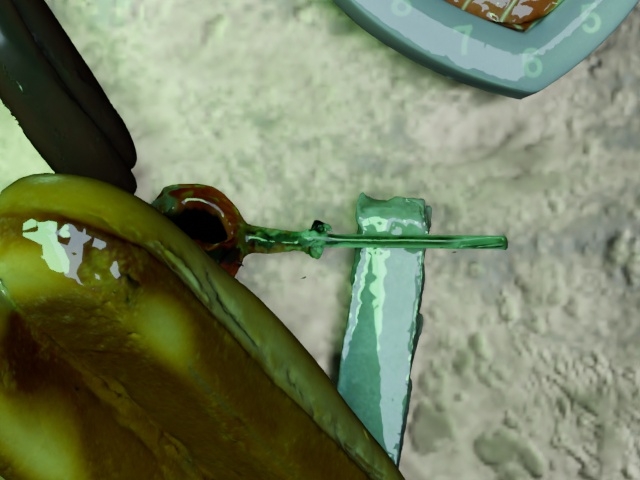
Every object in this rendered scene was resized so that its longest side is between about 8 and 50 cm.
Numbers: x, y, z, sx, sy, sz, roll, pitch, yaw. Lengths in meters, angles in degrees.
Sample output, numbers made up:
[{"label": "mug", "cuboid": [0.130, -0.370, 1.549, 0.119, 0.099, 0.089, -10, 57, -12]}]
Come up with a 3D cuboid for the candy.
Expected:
[{"label": "candy", "cuboid": [0.000, 0.000, 0.834, 0.184, 0.049, 0.056, 0, 99, 7]}]

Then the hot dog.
[{"label": "hot dog", "cuboid": [-0.069, 0.076, 0.721, 0.135, 0.100, 0.337, -39, 135, 1]}]

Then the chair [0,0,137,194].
[{"label": "chair", "cuboid": [-0.247, -0.040, 0.734, 0.401, 0.226, 0.226, -36, 95, -4]}]

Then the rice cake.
[{"label": "rice cake", "cuboid": [0.025, 0.081, 0.861, 0.043, 0.034, 0.211, 9, 92, 2]}]

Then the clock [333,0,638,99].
[{"label": "clock", "cuboid": [0.086, -0.156, 0.844, 0.198, 0.064, 0.172, -11, 93, -6]}]
